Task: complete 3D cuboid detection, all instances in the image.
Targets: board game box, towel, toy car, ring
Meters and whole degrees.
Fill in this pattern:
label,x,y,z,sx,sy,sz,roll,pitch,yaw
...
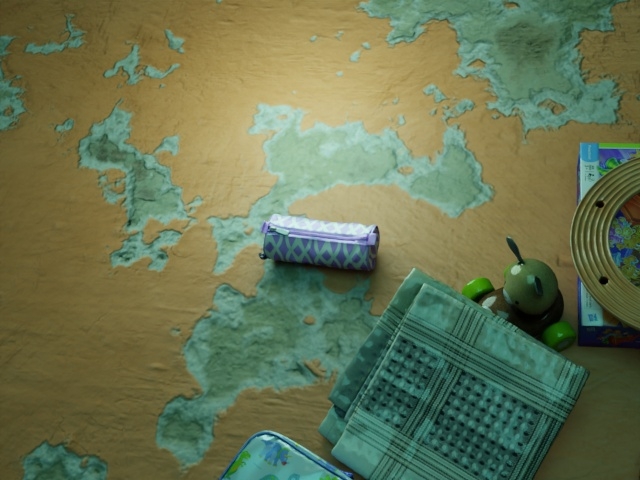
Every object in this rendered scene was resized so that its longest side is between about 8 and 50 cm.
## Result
label,x,y,z,sx,sy,sz,roll,pitch,yaw
board game box,0.537,0.004,1.502,0.233,0.078,0.347,2,59,11
towel,0.183,0.242,1.377,0.324,0.056,0.312,30,90,25
toy car,0.306,0.082,1.431,0.149,0.188,0.155,-23,58,-4
ring,0.555,0.005,1.423,0.337,0.032,0.336,-7,57,11

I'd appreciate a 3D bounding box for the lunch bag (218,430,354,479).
label,x,y,z,sx,sy,sz,roll,pitch,yaw
lunch bag,-0.043,0.393,1.363,0.219,0.090,0.176,27,68,24

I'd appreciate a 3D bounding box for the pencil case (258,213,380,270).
label,x,y,z,sx,sy,sz,roll,pitch,yaw
pencil case,0.000,0.000,1.597,0.206,0.088,0.086,5,62,13
